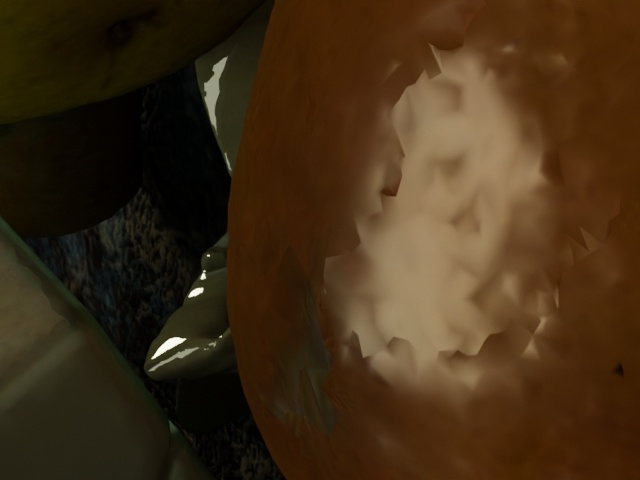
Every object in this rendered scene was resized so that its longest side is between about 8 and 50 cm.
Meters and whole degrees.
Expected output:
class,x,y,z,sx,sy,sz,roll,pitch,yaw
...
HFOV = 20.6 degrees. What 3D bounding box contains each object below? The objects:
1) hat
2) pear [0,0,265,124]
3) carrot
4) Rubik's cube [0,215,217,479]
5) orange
class,x,y,z,sx,sy,sz,roll,pitch,yaw
hat,0.000,0.000,0.717,0.144,0.173,0.166,-5,65,26
pear,-0.178,-0.166,0.577,0.340,0.191,0.386,56,149,-13
carrot,-0.141,-0.151,0.842,0.139,0.139,0.302,41,147,47
Rubik's cube,-0.224,0.146,0.790,0.316,0.319,0.322,41,167,43
orange,0.093,0.002,0.516,0.274,0.274,0.310,35,165,51
